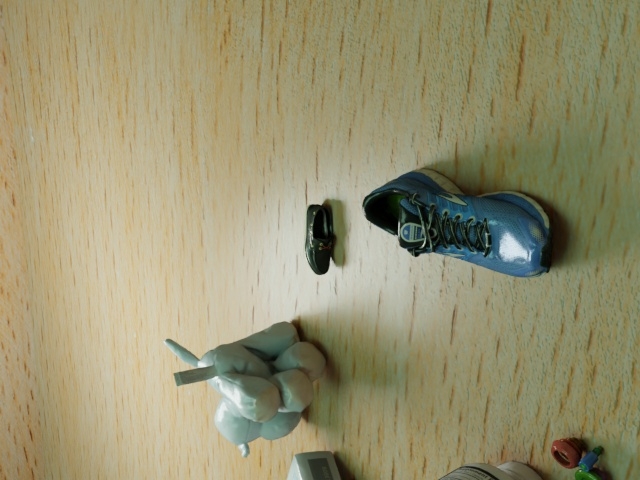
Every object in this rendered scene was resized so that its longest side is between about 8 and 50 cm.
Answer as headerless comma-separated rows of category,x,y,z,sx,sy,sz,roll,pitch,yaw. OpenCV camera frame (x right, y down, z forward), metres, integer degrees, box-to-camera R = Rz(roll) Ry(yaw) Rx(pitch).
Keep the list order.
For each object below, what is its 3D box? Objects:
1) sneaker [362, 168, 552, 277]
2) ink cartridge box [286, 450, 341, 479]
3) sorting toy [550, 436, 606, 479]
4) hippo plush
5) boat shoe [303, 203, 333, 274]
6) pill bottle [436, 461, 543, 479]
sneaker,0.190,-0.013,1.343,0.330,0.147,0.130,20,119,46
ink cartridge box,-0.015,0.661,1.842,0.308,0.091,0.385,-113,31,-46
sorting toy,0.381,0.318,1.328,0.102,0.042,0.061,46,153,14
hippo plush,-0.132,0.323,1.808,0.234,0.294,0.237,-119,24,-52
boat shoe,-0.002,0.000,1.676,0.042,0.049,0.133,13,110,58
pill bottle,0.199,0.448,1.369,0.181,0.323,0.182,24,122,45
